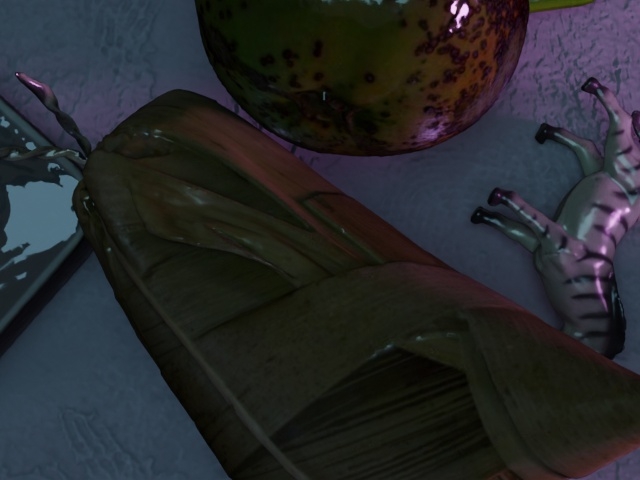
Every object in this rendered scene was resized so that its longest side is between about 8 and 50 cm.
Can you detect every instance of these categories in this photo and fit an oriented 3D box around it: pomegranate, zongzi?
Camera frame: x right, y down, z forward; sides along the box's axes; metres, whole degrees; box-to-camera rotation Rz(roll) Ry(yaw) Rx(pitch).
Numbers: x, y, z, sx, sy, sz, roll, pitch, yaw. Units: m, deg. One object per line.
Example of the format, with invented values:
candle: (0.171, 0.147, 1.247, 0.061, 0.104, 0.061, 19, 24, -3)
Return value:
pomegranate: (0.040, -0.239, 1.576, 0.285, 0.285, 0.340, 7, 58, 6)
zongzi: (0.015, -0.009, 1.458, 0.467, 0.218, 0.500, -34, 89, 47)

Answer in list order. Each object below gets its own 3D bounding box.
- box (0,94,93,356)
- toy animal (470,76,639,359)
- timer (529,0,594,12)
box: (-0.447, -0.014, 1.669, 0.396, 0.111, 0.396, 41, 90, 4)
toy animal: (0.231, -0.009, 1.624, 0.176, 0.073, 0.217, 37, 87, 0)
timer: (0.192, -0.269, 1.649, 0.128, 0.047, 0.140, -7, 87, 4)
